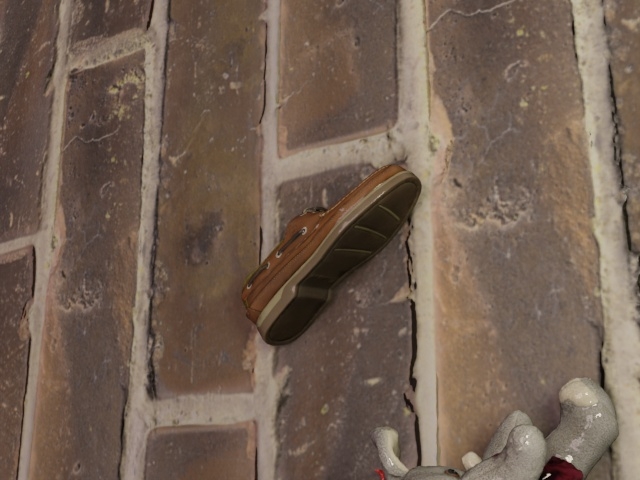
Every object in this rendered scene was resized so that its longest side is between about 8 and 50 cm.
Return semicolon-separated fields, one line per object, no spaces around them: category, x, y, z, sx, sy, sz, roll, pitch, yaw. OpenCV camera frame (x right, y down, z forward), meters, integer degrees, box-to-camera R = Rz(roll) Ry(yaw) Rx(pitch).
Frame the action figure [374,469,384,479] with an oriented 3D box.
action figure;0.082;0.337;1.161;0.038;0.030;0.115;-12;70;26

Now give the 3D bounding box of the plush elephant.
plush elephant;0.180;0.272;0.931;0.330;0.255;0.272;-43;40;14

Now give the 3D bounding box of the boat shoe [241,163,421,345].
boat shoe;0.000;0.000;1.278;0.307;0.110;0.104;-46;55;14
